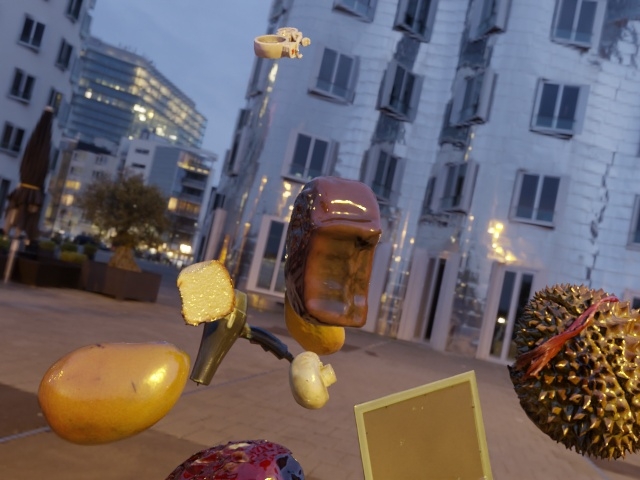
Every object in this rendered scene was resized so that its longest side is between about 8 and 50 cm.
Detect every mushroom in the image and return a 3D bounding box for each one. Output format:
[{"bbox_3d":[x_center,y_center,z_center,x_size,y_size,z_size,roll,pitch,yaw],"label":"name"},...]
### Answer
[{"bbox_3d":[-0.013,0.203,0.887,0.068,0.083,0.083,-19,-7,2],"label":"mushroom"}]

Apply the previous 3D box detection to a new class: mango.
[{"bbox_3d":[-0.425,0.309,1.263,0.317,0.211,0.173,-15,-35,3],"label":"mango"},{"bbox_3d":[-0.023,0.243,1.797,0.177,0.119,0.316,9,-38,30],"label":"mango"}]

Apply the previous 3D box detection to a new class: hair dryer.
[{"bbox_3d":[-0.159,0.264,1.439,0.272,0.235,0.091,27,-21,-18],"label":"hair dryer"}]

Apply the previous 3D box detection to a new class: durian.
[{"bbox_3d":[0.578,0.274,1.323,0.348,0.384,0.347,-12,-13,-3],"label":"durian"}]

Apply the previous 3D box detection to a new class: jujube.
[{"bbox_3d":[-0.214,0.579,1.353,0.258,0.258,0.377,17,-46,-43],"label":"jujube"}]

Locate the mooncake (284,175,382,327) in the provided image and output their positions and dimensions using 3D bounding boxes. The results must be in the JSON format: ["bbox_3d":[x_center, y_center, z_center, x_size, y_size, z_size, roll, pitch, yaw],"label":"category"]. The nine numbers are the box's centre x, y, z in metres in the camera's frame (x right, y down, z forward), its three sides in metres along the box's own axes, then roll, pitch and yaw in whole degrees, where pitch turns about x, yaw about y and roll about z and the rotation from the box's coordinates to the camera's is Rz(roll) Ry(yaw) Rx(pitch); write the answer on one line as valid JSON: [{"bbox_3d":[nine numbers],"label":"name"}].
[{"bbox_3d":[0.019,0.038,1.351,0.174,0.333,0.325,7,-42,-14],"label":"mooncake"}]

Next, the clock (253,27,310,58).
[{"bbox_3d":[-0.068,-0.369,1.139,0.087,0.041,0.129,12,35,18],"label":"clock"}]

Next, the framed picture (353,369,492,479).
[{"bbox_3d":[0.198,0.390,1.153,0.296,0.232,0.019,-6,-3,-30],"label":"framed picture"}]

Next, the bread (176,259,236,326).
[{"bbox_3d":[-0.247,0.110,1.288,0.126,0.129,0.044,-18,16,-35],"label":"bread"}]
